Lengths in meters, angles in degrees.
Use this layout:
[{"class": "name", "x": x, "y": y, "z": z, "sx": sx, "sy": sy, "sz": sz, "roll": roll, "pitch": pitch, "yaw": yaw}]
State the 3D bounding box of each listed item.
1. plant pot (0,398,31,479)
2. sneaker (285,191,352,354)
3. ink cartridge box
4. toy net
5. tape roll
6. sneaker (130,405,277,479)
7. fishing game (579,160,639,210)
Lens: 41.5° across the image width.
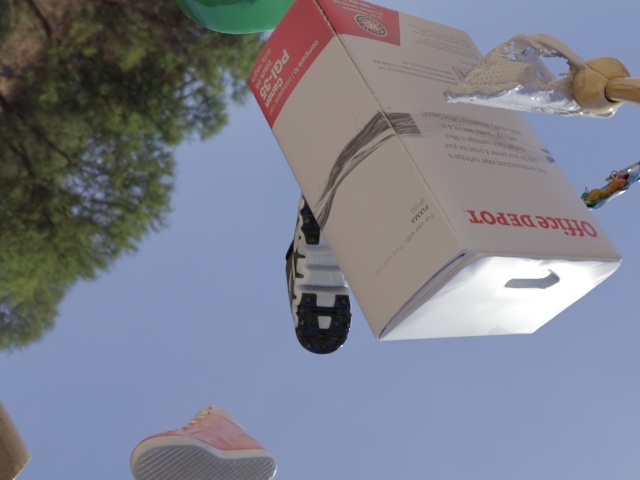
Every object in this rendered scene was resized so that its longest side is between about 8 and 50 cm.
[{"class": "plant pot", "x": -0.458, "y": 0.204, "z": 0.931, "sx": 0.237, "sy": 0.254, "sz": 0.237, "roll": -45, "pitch": -174, "yaw": 6}, {"class": "sneaker", "x": 0.000, "y": 0.000, "z": 0.934, "sx": 0.078, "sy": 0.234, "sz": 0.106, "roll": 5, "pitch": -173, "yaw": -16}, {"class": "ink cartridge box", "x": 0.089, "y": -0.062, "z": 0.710, "sx": 0.117, "sy": 0.207, "sz": 0.283, "roll": -49, "pitch": -127, "yaw": 35}, {"class": "toy net", "x": 0.177, "y": -0.079, "z": 0.413, "sx": 0.232, "sy": 0.045, "sz": 0.122, "roll": 10, "pitch": -172, "yaw": 30}, {"class": "tape roll", "x": -0.087, "y": -0.448, "z": 1.214, "sx": 0.321, "sy": 0.077, "sz": 0.321, "roll": -7, "pitch": -116, "yaw": 15}, {"class": "sneaker", "x": -0.103, "y": 0.165, "z": 0.670, "sx": 0.070, "sy": 0.134, "sz": 0.051, "roll": 39, "pitch": -75, "yaw": 45}, {"class": "fishing game", "x": 0.410, "y": -0.071, "z": 1.266, "sx": 0.264, "sy": 0.041, "sz": 0.189, "roll": -33, "pitch": 178, "yaw": -26}]
